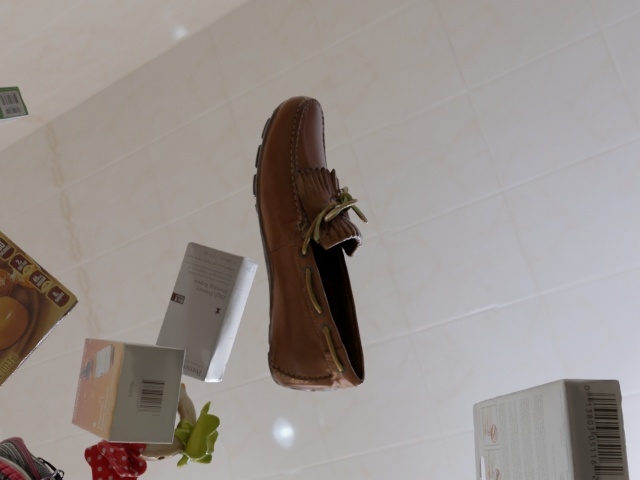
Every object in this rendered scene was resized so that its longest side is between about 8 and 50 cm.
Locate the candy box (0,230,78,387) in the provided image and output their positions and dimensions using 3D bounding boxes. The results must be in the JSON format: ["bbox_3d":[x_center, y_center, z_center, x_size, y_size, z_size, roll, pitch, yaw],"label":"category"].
[{"bbox_3d":[-0.430,0.028,0.737,0.316,0.088,0.183,46,-132,-17],"label":"candy box"}]

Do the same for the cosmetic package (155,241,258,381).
[{"bbox_3d":[-0.208,0.129,1.330,0.085,0.117,0.231,31,-106,-71],"label":"cosmetic package"}]

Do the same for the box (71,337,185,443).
[{"bbox_3d":[-0.273,0.208,1.038,0.091,0.170,0.130,12,-101,-33],"label":"box"}]

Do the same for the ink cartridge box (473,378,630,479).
[{"bbox_3d":[0.339,0.387,1.125,0.385,0.091,0.308,112,159,-71],"label":"ink cartridge box"}]

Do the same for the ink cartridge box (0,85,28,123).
[{"bbox_3d":[-0.674,-0.230,1.394,0.109,0.209,0.062,-38,-68,-66],"label":"ink cartridge box"}]

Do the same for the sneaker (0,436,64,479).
[{"bbox_3d":[-0.518,0.497,1.410,0.299,0.121,0.112,49,-156,-9],"label":"sneaker"}]

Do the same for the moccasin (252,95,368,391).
[{"bbox_3d":[-0.001,-0.001,0.942,0.139,0.147,0.379,22,-117,-61],"label":"moccasin"}]

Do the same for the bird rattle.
[{"bbox_3d":[-0.323,0.369,1.416,0.143,0.254,0.207,99,155,-45],"label":"bird rattle"}]
